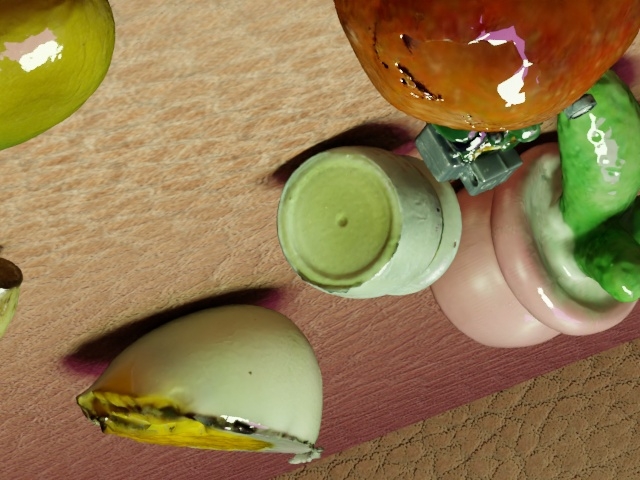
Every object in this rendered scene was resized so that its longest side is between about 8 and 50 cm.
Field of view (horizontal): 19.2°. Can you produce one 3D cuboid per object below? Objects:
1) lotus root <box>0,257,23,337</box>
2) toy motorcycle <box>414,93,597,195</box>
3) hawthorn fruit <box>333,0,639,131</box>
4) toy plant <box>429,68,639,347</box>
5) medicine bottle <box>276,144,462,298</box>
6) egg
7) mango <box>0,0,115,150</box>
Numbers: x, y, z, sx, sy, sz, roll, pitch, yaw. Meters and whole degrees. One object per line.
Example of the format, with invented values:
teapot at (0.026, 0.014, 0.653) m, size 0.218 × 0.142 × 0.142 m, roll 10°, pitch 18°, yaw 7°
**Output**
lotus root at (-0.378, 0.096, 1.787) m, size 0.258 × 0.097 × 0.110 m, roll -35°, pitch 157°, yaw 34°
toy motorcycle at (0.154, -0.123, 1.658) m, size 0.187 × 0.124 × 0.274 m, roll -25°, pitch 168°, yaw -21°
hawthorn fruit at (0.105, -0.165, 1.277) m, size 0.211 × 0.211 × 0.299 m, roll -18°, pitch 169°, yaw -10°
toy plant at (0.263, -0.020, 1.999) m, size 0.317 × 0.210 × 0.356 m, roll 36°, pitch 150°, yaw -24°
medicine bottle at (0.049, -0.018, 1.836) m, size 0.147 × 0.147 × 0.143 m, roll -28°, pitch 166°, yaw 26°
egg at (-0.133, 0.160, 2.219) m, size 0.286 × 0.174 × 0.264 m, roll 3°, pitch 166°, yaw 7°
mango at (-0.206, -0.119, 1.257) m, size 0.137 × 0.091 × 0.237 m, roll -11°, pitch 170°, yaw -12°
